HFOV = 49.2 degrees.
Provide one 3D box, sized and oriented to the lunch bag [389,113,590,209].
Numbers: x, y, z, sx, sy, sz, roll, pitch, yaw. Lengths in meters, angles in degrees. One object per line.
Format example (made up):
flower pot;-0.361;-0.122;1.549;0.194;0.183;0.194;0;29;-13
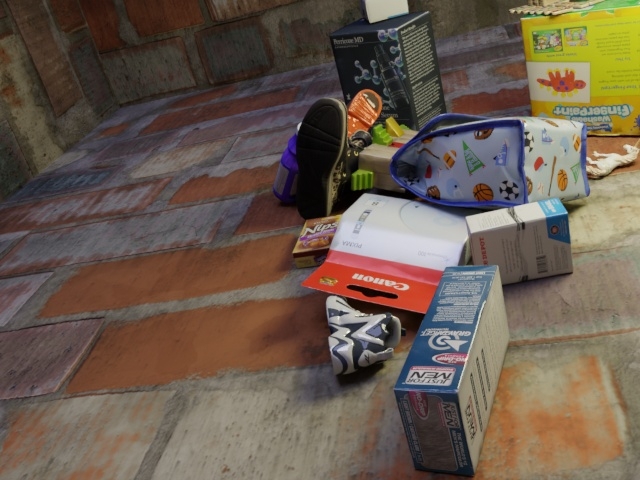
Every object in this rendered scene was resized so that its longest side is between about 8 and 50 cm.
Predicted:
lunch bag;0.411;-0.194;1.729;0.328;0.238;0.386;-6;5;-43

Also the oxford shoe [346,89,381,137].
oxford shoe;0.069;-0.332;2.306;0.363;0.130;0.133;-52;12;-16

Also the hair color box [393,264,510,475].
hair color box;0.234;0.203;1.185;0.105;0.173;0.347;-3;29;26

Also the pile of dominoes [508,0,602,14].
pile of dominoes;0.694;-0.707;2.041;0.196;0.040;0.251;-21;25;-14

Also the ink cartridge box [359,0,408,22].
ink cartridge box;0.215;-0.820;2.421;0.140;0.082;0.190;-14;24;1

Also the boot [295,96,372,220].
boot;0.057;-0.260;2.011;0.138;0.377;0.284;20;34;24

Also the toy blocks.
toy blocks;0.287;-0.231;2.044;0.261;0.190;0.381;13;28;24

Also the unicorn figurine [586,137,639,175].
unicorn figurine;0.767;-0.213;1.854;0.162;0.060;0.111;-45;36;-19

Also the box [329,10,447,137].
box;0.245;-0.575;2.463;0.294;0.395;0.212;8;34;41

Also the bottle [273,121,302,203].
bottle;-0.067;-0.236;2.113;0.092;0.282;0.118;39;53;15

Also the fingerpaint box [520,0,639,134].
fingerpaint box;0.836;-0.499;2.011;0.445;0.370;0.163;7;33;40

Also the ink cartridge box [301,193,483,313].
ink cartridge box;0.171;0.015;1.586;0.308;0.091;0.385;11;28;22

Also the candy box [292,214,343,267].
candy box;0.000;0.000;1.857;0.109;0.053;0.186;-9;26;16

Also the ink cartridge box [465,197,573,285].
ink cartridge box;0.423;0.007;1.496;0.203;0.148;0.086;-11;28;9

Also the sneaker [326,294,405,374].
sneaker;0.093;0.178;1.415;0.153;0.094;0.235;-7;20;2
